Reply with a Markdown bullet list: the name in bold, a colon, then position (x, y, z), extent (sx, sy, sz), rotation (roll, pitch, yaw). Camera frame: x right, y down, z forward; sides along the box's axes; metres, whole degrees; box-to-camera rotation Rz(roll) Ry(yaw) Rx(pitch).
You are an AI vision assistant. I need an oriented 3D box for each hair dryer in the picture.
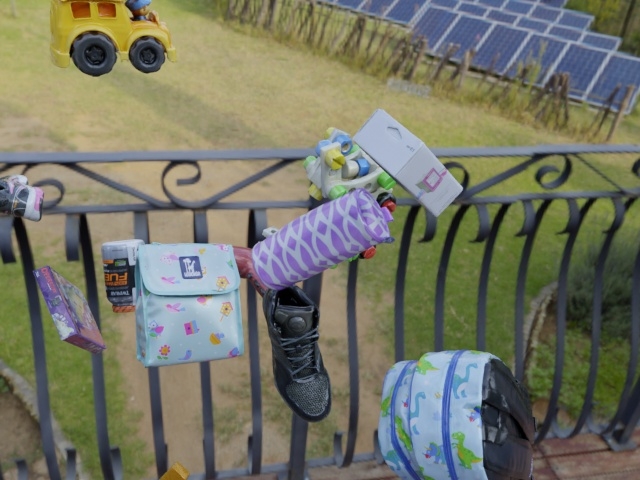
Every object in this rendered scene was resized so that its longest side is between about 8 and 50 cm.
- **hair dryer**: position (-0.148, 0.088, 1.502), extent (0.293, 0.080, 0.223), rotation (30, 6, -15)

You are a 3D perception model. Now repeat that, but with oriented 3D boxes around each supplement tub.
- **supplement tub**: position (-0.531, 0.096, 1.674), extent (0.117, 0.190, 0.117), rotation (-5, 5, 0)

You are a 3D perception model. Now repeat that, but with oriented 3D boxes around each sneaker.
- **sneaker**: position (-0.036, 0.167, 0.929), extent (0.087, 0.227, 0.130), rotation (-12, -8, -7)
- **sneaker**: position (-0.515, -0.077, 0.990), extent (0.077, 0.072, 0.178), rotation (11, -2, -45)

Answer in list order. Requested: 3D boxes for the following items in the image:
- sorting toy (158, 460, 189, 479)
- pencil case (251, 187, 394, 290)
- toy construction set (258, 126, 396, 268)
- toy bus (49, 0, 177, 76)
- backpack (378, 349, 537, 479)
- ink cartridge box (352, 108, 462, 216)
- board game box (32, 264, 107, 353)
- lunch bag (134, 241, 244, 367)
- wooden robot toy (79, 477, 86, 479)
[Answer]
- **sorting toy**: position (-0.271, 0.506, 0.998), extent (0.229, 0.307, 0.041), rotation (43, 14, 2)
- **pencil case**: position (0.000, 0.000, 0.859), extent (0.206, 0.086, 0.088), rotation (-25, -5, 26)
- **toy construction set**: position (0.021, -0.052, 1.144), extent (0.215, 0.328, 0.151), rotation (-4, 52, -39)
- **toy bus**: position (-0.385, -0.421, 1.121), extent (0.220, 0.211, 0.149), rotation (-9, 29, -26)
- **backpack**: position (0.248, 0.326, 1.054), extent (0.273, 0.355, 0.290), rotation (7, 69, 16)
- **ink cartridge box**: position (0.105, -0.092, 0.734), extent (0.122, 0.052, 0.088), rotation (35, 11, -51)
- **board game box**: position (-0.707, 0.207, 1.747), extent (0.056, 0.347, 0.208), rotation (-21, 78, -12)
- **lunch bag**: position (-0.294, 0.133, 1.352), extent (0.223, 0.262, 0.160), rotation (-1, -1, -24)
- **wooden robot toy**: position (-0.469, 0.551, 1.169), extent (0.079, 0.076, 0.173), rotation (28, 72, -12)
